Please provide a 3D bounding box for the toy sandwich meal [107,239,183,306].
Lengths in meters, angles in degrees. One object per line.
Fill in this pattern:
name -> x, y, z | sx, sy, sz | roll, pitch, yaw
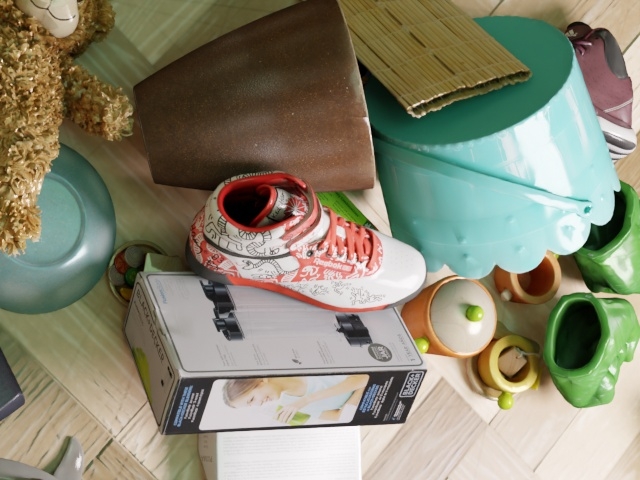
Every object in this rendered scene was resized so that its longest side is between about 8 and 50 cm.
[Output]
toy sandwich meal -> -0.190, 0.037, 1.880 | 0.085, 0.029, 0.086 | 4, 81, -25

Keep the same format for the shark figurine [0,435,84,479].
shark figurine -> -0.319, 0.259, 1.741 | 0.278, 0.116, 0.166 | 19, 73, -24

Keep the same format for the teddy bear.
teddy bear -> -0.323, -0.150, 1.777 | 0.245, 0.113, 0.338 | 35, 72, 8

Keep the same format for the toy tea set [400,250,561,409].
toy tea set -> 0.220, 0.020, 2.029 | 0.200, 0.124, 0.336 | 21, 74, -22

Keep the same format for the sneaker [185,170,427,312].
sneaker -> -0.001, 0.001, 1.815 | 0.270, 0.145, 0.090 | 9, 62, -11

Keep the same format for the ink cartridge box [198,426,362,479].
ink cartridge box -> -0.043, 0.258, 1.911 | 0.181, 0.056, 0.225 | 1, 87, -26

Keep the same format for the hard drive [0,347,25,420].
hard drive -> -0.434, 0.152, 1.730 | 0.254, 0.054, 0.172 | -27, 94, -27

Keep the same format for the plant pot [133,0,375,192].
plant pot -> -0.077, -0.137, 1.840 | 0.230, 0.215, 0.215 | -12, 88, -4

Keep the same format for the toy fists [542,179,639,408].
toy fists -> 0.340, 0.064, 2.071 | 0.096, 0.142, 0.279 | 8, 74, 18

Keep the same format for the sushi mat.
sushi mat -> 0.099, -0.231, 1.923 | 0.151, 0.316, 0.019 | -18, 126, -14

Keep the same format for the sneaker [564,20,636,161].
sneaker -> 0.273, -0.215, 2.117 | 0.281, 0.106, 0.163 | 25, 62, -26

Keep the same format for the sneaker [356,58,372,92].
sneaker -> 0.062, -0.181, 2.005 | 0.185, 0.084, 0.070 | 17, 75, -23

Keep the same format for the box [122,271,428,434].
box -> -0.051, 0.117, 1.856 | 0.289, 0.087, 0.169 | 0, 40, -27

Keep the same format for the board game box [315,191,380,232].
board game box -> -0.027, -0.039, 1.963 | 0.181, 0.043, 0.092 | 47, 66, -13

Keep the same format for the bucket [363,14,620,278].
bucket -> 0.182, -0.109, 1.919 | 0.281, 0.281, 0.183 | -41, 130, -25

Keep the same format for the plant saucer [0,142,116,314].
plant saucer -> -0.303, -0.020, 1.830 | 0.195, 0.037, 0.195 | 4, 81, -26
